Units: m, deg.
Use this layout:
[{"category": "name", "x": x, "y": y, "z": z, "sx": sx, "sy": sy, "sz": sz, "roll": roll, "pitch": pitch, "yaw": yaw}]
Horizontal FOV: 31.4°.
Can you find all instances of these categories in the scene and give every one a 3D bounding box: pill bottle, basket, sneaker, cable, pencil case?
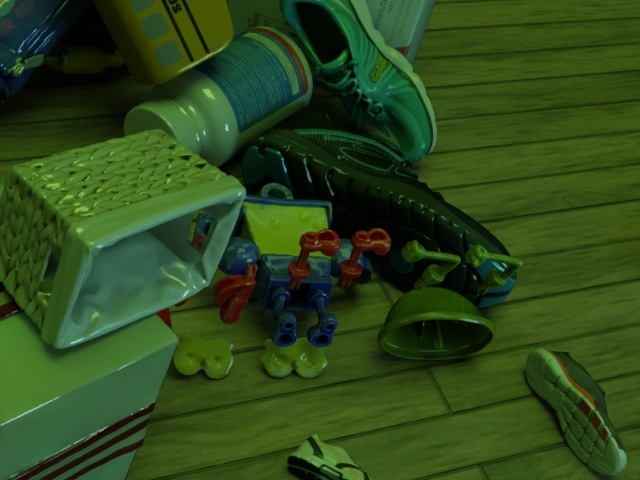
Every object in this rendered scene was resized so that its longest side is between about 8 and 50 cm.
[{"category": "pill bottle", "x": -0.121, "y": -0.159, "z": 1.334, "sx": 0.124, "sy": 0.124, "sz": 0.221, "roll": 36, "pitch": 46, "yaw": 18}, {"category": "basket", "x": -0.159, "y": -0.009, "z": 0.873, "sx": 0.103, "sy": 0.113, "sz": 0.167, "roll": 41, "pitch": 37, "yaw": 21}, {"category": "sneaker", "x": 0.038, "y": -0.202, "z": 1.380, "sx": 0.275, "sy": 0.107, "sz": 0.110, "roll": 53, "pitch": 31, "yaw": -11}, {"category": "cable", "x": -0.233, "y": -0.241, "z": 1.450, "sx": 0.287, "sy": 0.072, "sz": 0.139, "roll": 7, "pitch": 27, "yaw": -28}, {"category": "sneaker", "x": 0.025, "y": 0.219, "z": 1.073, "sx": 0.109, "sy": 0.040, "sz": 0.043, "roll": 29, "pitch": 43, "yaw": 11}, {"category": "sneaker", "x": 0.281, "y": 0.171, "z": 1.189, "sx": 0.065, "sy": 0.061, "sz": 0.158, "roll": -6, "pitch": 49, "yaw": -31}, {"category": "sneaker", "x": 0.083, "y": -0.050, "z": 1.294, "sx": 0.341, "sy": 0.125, "sz": 0.139, "roll": 32, "pitch": 44, "yaw": 13}, {"category": "pencil case", "x": -0.312, "y": -0.299, "z": 1.304, "sx": 0.133, "sy": 0.119, "sz": 0.306, "roll": 34, "pitch": 77, "yaw": 23}]

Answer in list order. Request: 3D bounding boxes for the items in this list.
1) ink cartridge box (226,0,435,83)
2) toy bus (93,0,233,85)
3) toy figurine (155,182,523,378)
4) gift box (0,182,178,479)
[{"category": "ink cartridge box", "x": 0.001, "y": -0.326, "z": 1.477, "sx": 0.283, "sy": 0.207, "sz": 0.117, "roll": 24, "pitch": 43, "yaw": 7}, {"category": "toy bus", "x": -0.211, "y": -0.344, "z": 1.224, "sx": 0.130, "sy": 0.332, "sz": 0.108, "roll": -32, "pitch": 20, "yaw": -17}, {"category": "toy figurine", "x": 0.000, "y": 0.000, "z": 1.183, "sx": 0.363, "sy": 0.191, "sz": 0.217, "roll": 2, "pitch": 42, "yaw": -18}, {"category": "gift box", "x": -0.316, "y": 0.120, "z": 0.924, "sx": 0.276, "sy": 0.255, "sz": 0.258, "roll": 37, "pitch": 39, "yaw": 24}]
